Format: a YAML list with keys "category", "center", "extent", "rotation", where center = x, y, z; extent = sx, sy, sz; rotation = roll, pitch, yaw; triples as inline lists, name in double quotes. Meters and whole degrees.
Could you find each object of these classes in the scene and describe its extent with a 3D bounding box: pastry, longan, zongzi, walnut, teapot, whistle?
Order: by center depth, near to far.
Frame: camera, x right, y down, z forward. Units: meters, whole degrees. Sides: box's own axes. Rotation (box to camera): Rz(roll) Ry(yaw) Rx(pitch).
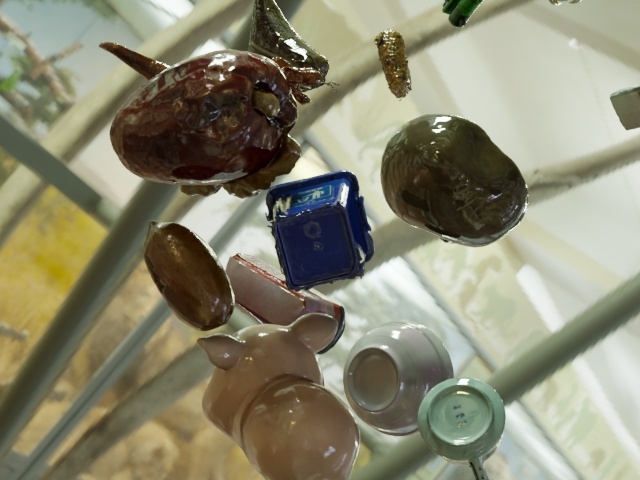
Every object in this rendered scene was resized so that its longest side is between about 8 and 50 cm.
- category: "walnut"
  center: [-0.208, 0.050, 1.658]
  extent: [0.207, 0.115, 0.116]
  rotation: [53, -2, 13]
- category: "walnut"
  center: [-0.173, -0.170, 1.689]
  extent: [0.269, 0.222, 0.244]
  rotation: [-9, -45, 23]
- category: "teapot"
  center: [0.266, 0.347, 1.957]
  extent: [0.159, 0.159, 0.232]
  rotation: [46, 23, -51]
- category: "pastry"
  center: [0.142, -0.340, 2.046]
  extent: [0.080, 0.056, 0.140]
  rotation: [43, 30, -70]
- category: "zongzi"
  center: [-0.067, -0.435, 2.280]
  extent: [0.111, 0.241, 0.247]
  rotation: [-5, 9, -38]
- category: "whistle"
  center: [0.771, -0.324, 2.350]
  extent: [0.163, 0.163, 0.289]
  rotation: [41, -6, -9]
- category: "longan"
  center: [0.298, -0.130, 2.426]
  extent: [0.350, 0.288, 0.288]
  rotation: [34, -6, 6]

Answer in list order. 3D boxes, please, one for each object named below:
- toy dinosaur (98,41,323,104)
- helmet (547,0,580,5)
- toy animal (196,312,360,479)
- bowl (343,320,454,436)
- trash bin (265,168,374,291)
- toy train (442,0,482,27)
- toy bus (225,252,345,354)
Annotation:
- category: "toy dinosaur"
  center: [-0.207, -0.230, 1.856]
  extent: [0.432, 0.208, 0.097]
  rotation: [6, 10, 16]
- category: "helmet"
  center: [0.528, -0.588, 2.354]
  extent: [0.257, 0.205, 0.140]
  rotation: [-80, 164, -62]
- category: "toy animal"
  center: [-0.062, 0.264, 1.684]
  extent: [0.326, 0.237, 0.269]
  rotation: [6, -77, 64]
- category: "bowl"
  center: [0.167, 0.335, 2.611]
  extent: [0.287, 0.287, 0.143]
  rotation: [37, 17, 33]
- category: "trash bin"
  center: [0.000, 0.000, 1.669]
  extent: [0.234, 0.162, 0.184]
  rotation: [-86, 161, -80]
- category: "toy train"
  center: [0.362, -0.593, 2.463]
  extent: [0.085, 0.119, 0.251]
  rotation: [10, -36, -24]
- category: "toy bus"
  center: [-0.091, 0.137, 2.359]
  extent: [0.302, 0.128, 0.147]
  rotation: [28, 1, 42]
